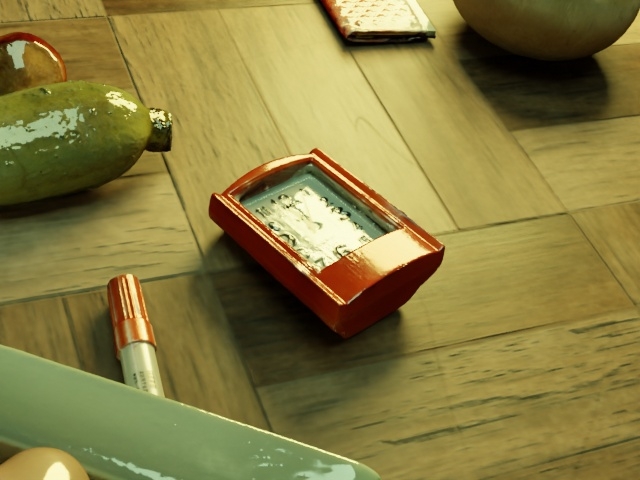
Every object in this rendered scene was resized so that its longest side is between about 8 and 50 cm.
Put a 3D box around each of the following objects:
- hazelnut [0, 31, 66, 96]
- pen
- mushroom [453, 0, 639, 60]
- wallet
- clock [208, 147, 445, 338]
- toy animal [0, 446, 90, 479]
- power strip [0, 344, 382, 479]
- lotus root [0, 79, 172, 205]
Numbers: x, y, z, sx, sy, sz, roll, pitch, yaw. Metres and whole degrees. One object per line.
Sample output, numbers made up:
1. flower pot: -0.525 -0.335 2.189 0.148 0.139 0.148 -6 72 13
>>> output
1. hazelnut: -0.252 -0.133 0.847 0.086 0.086 0.086 7 45 -7
2. pen: -0.110 0.117 0.670 0.028 0.028 0.239 -5 48 -19
3. mushroom: 0.233 -0.289 1.032 0.204 0.204 0.204 7 45 -7
4. wallet: 0.039 -0.274 1.092 0.103 0.020 0.197 -8 49 -22
5. clock: 0.000 0.000 0.792 0.113 0.061 0.155 -27 55 -34
6. toy animal: -0.158 0.195 0.490 0.197 0.171 0.171 39 47 -1
7. power strip: -0.135 0.121 0.588 0.385 0.091 0.062 16 52 11
8. lotus root: -0.199 -0.080 0.799 0.183 0.077 0.090 -14 61 -23
